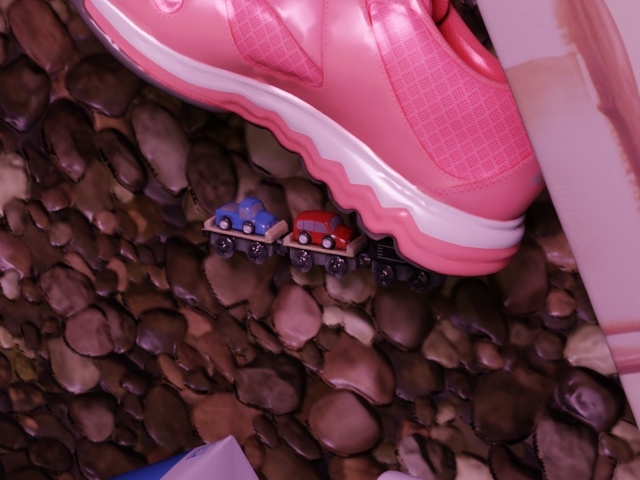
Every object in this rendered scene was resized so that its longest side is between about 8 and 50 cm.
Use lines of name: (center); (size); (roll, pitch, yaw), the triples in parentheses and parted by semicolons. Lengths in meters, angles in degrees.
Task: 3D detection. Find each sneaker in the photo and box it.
sneaker: (0.002, -0.119, 1.073); (0.314, 0.116, 0.136); (35, 115, 2)

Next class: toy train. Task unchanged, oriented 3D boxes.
toy train: (0.000, 0.000, 1.165); (0.158, 0.027, 0.036); (10, 114, 25)

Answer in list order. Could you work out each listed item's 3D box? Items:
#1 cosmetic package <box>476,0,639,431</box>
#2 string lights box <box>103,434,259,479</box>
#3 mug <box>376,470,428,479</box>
cosmetic package: (0.185, -0.069, 0.953); (0.129, 0.153, 0.296); (-14, 104, 35)
string lights box: (-0.137, 0.233, 1.322); (0.259, 0.077, 0.133); (-23, 102, 35)
mug: (0.153, 0.328, 1.112); (0.328, 0.276, 0.374); (16, 148, 9)
